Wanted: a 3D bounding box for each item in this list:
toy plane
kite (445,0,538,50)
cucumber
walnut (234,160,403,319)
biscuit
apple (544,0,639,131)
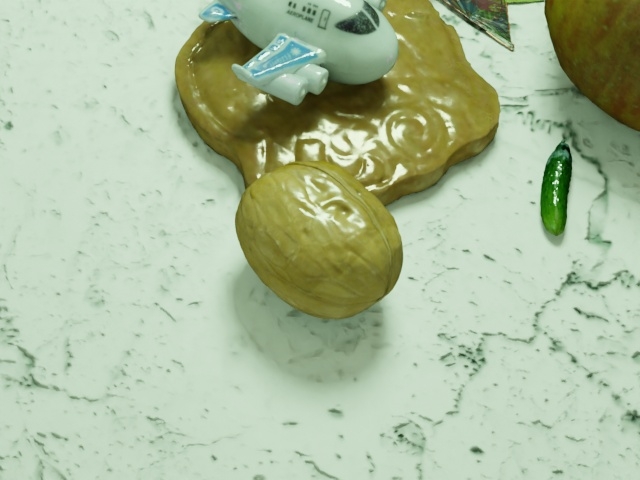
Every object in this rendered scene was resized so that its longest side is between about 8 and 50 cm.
[{"bbox_3d":[-0.024,-0.280,1.461,0.266,0.123,0.267,2,59,-4],"label":"toy plane"},{"bbox_3d":[0.241,-0.343,1.665,0.159,0.010,0.190,3,58,-5],"label":"kite"},{"bbox_3d":[0.296,-0.073,1.480,0.037,0.037,0.155,12,56,2],"label":"cucumber"},{"bbox_3d":[0.000,0.000,1.332,0.197,0.165,0.165,44,63,11],"label":"walnut"},{"bbox_3d":[0.019,-0.201,1.521,0.385,0.062,0.365,-22,62,-18],"label":"biscuit"},{"bbox_3d":[0.473,-0.311,1.493,0.400,0.333,0.400,15,47,-17],"label":"apple"}]
